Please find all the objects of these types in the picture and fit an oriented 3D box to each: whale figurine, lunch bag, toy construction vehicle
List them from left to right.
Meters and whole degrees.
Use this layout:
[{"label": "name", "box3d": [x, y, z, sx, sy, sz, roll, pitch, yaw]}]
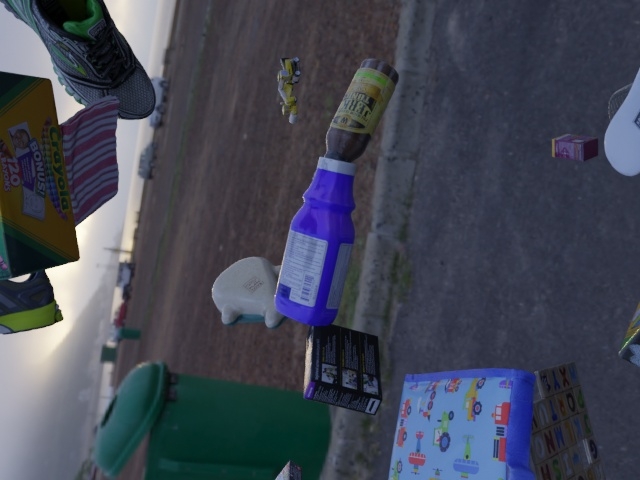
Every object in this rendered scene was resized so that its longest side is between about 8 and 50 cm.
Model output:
[{"label": "whale figurine", "box3d": [-0.146, 0.151, 1.841, 0.272, 0.216, 0.141, 25, 148, 47]}, {"label": "toy construction vehicle", "box3d": [-0.053, -0.239, 1.166, 0.086, 0.035, 0.098, 114, 153, -67]}, {"label": "lunch bag", "box3d": [0.187, 0.279, 0.932, 0.293, 0.138, 0.221, 123, 159, -74]}]

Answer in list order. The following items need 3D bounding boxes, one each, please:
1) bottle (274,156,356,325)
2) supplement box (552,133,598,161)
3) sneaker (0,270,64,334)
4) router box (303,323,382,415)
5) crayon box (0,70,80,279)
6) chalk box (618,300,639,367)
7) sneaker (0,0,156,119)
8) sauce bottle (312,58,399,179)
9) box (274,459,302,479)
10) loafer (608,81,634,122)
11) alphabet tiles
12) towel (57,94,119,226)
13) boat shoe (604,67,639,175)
[{"label": "bottle", "box3d": [0.000, 0.000, 1.287, 0.118, 0.092, 0.283, 18, 98, 43]}, {"label": "supplement box", "box3d": [0.561, -0.205, 1.643, 0.083, 0.055, 0.043, 21, 125, 53]}, {"label": "sneaker", "box3d": [-0.632, 0.119, 1.364, 0.111, 0.299, 0.121, -2, 97, 53]}, {"label": "router box", "box3d": [0.041, 0.227, 1.354, 0.179, 0.133, 0.046, -87, 15, -60]}, {"label": "crayon box", "box3d": [-0.438, -0.092, 1.051, 0.165, 0.081, 0.279, -26, -72, -74]}, {"label": "chalk box", "box3d": [0.654, 0.104, 1.227, 0.179, 0.180, 0.289, -51, -17, -33]}, {"label": "sneaker", "box3d": [-0.383, -0.319, 1.212, 0.146, 0.343, 0.134, 25, 72, 44]}, {"label": "sauce bottle", "box3d": [0.084, -0.283, 1.845, 0.345, 0.111, 0.111, -66, 12, -14]}, {"label": "box", "box3d": [-0.083, 0.572, 1.600, 0.114, 0.036, 0.207, -55, 8, 7]}, {"label": "loafer", "box3d": [0.638, -0.268, 1.354, 0.268, 0.092, 0.102, 174, 89, -73]}, {"label": "alphabet tiles", "box3d": [0.360, 0.288, 1.107, 0.009, 0.237, 0.198, -19, 77, 35]}, {"label": "towel", "box3d": [-0.375, -0.126, 1.222, 0.144, 0.029, 0.197, -57, -21, -55]}, {"label": "boat shoe", "box3d": [0.473, -0.191, 0.955, 0.108, 0.102, 0.301, 61, 165, 25]}]
